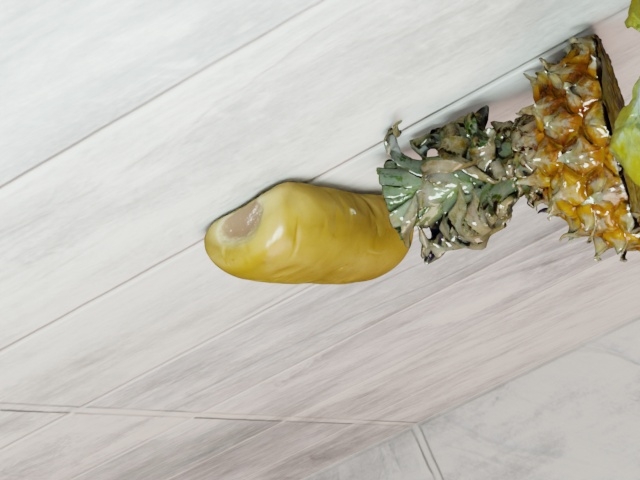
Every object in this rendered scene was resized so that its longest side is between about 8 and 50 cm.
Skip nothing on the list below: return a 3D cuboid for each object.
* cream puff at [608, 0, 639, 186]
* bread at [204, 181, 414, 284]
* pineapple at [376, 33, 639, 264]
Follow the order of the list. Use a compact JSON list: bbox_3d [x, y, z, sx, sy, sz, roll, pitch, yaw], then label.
[{"bbox_3d":[0.390,-0.159,1.449,0.282,0.185,0.281,-38,138,-43],"label":"cream puff"},{"bbox_3d":[0.000,0.000,1.766,0.142,0.091,0.305,-26,165,29],"label":"bread"},{"bbox_3d":[0.196,-0.067,1.645,0.272,0.262,0.262,-15,167,17],"label":"pineapple"}]
